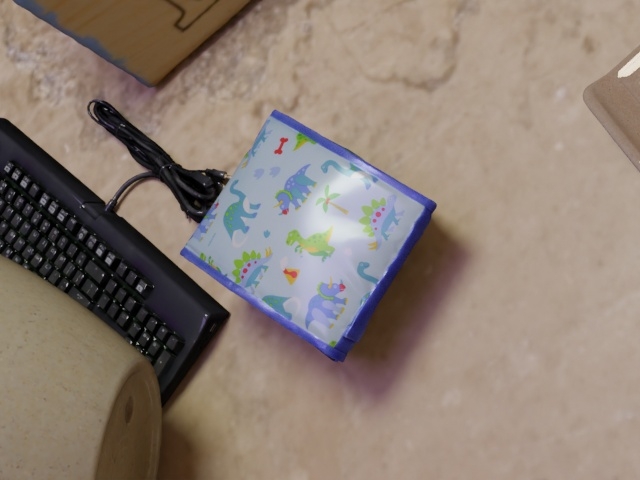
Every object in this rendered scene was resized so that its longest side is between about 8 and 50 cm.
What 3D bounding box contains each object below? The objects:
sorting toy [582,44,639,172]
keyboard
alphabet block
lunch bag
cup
[{"bbox_3d":[0.296,-0.093,1.193,0.208,0.038,0.193,-39,56,9],"label":"sorting toy"},{"bbox_3d":[-0.182,-0.011,1.472,0.317,0.033,0.201,38,94,36],"label":"keyboard"},{"bbox_3d":[-0.145,-0.272,1.446,0.197,0.193,0.192,-39,57,15],"label":"alphabet block"},{"bbox_3d":[0.000,0.000,1.309,0.151,0.096,0.129,31,90,47],"label":"lunch bag"},{"bbox_3d":[-0.245,0.149,1.307,0.237,0.331,0.331,8,75,10],"label":"cup"}]
